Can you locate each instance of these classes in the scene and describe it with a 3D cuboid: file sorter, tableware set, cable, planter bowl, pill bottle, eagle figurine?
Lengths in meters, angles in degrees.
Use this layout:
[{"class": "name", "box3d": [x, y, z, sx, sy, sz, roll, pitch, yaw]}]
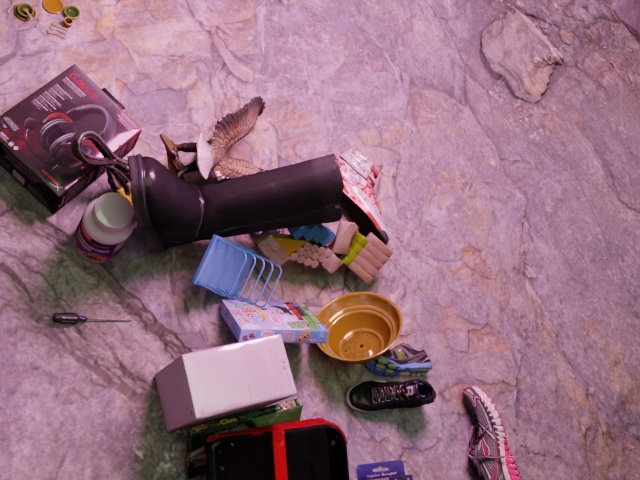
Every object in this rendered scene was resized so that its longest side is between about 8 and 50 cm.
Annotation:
[{"class": "file sorter", "box3d": [-0.182, 0.075, 1.727, 0.170, 0.105, 0.118, 26, 88, -60]}, {"class": "tableware set", "box3d": [-0.668, -0.561, 1.854, 0.154, 0.024, 0.104, 23, 61, -17]}, {"class": "cable", "box3d": [-0.438, -0.157, 1.689, 0.072, 0.287, 0.139, 21, 64, 22]}, {"class": "planter bowl", "box3d": [0.095, 0.233, 1.862, 0.217, 0.090, 0.217, -7, 43, 6]}, {"class": "pill bottle", "box3d": [-0.462, -0.030, 1.647, 0.108, 0.193, 0.108, 10, 66, -23]}, {"class": "eagle figurine", "box3d": [-0.229, -0.212, 1.845, 0.299, 0.226, 0.225, -11, 56, -25]}]

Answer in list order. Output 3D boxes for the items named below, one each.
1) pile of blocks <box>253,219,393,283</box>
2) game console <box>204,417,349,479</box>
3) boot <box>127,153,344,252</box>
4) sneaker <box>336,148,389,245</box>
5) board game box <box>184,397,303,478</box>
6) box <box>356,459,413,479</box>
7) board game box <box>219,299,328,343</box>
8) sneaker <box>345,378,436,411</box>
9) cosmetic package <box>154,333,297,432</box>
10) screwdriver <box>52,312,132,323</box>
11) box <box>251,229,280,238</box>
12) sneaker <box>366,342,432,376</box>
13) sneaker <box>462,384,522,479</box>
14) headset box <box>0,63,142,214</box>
[{"class": "pile of blocks", "box3d": [0.000, 0.000, 1.907, 0.362, 0.112, 0.148, 11, 106, -27]}, {"class": "game console", "box3d": [-0.080, 0.588, 1.627, 0.342, 0.060, 0.386, -1, 81, -31]}, {"class": "boot", "box3d": [-0.167, -0.106, 1.648, 0.446, 0.367, 0.146, -8, 75, -6]}, {"class": "sneaker", "box3d": [0.124, -0.121, 2.040, 0.145, 0.090, 0.270, -40, 88, -30]}, {"class": "board game box", "box3d": [-0.165, 0.428, 1.660, 0.260, 0.136, 0.030, -8, 32, -30]}, {"class": "box", "box3d": [0.162, 0.633, 1.794, 0.137, 0.036, 0.225, 1, 69, -26]}, {"class": "board game box", "box3d": [-0.110, 0.187, 1.769, 0.212, 0.160, 0.039, 3, 109, -25]}, {"class": "sneaker", "box3d": [0.179, 0.366, 1.856, 0.217, 0.121, 0.079, 3, 68, -26]}, {"class": "cosmetic package", "box3d": [-0.207, 0.304, 1.625, 0.225, 0.224, 0.138, -10, 76, -30]}, {"class": "screwdriver", "box3d": [-0.492, 0.173, 1.659, 0.170, 0.024, 0.025, 11, 95, -30]}, {"class": "box", "box3d": [-0.149, -0.038, 1.912, 0.067, 0.018, 0.083, -32, 87, -33]}, {"class": "sneaker", "box3d": [0.191, 0.298, 1.933, 0.188, 0.067, 0.078, 8, 46, -22]}, {"class": "sneaker", "box3d": [0.415, 0.511, 1.928, 0.112, 0.121, 0.299, -15, 67, 1]}, {"class": "headset box", "box3d": [-0.567, -0.239, 1.726, 0.218, 0.110, 0.293, 45, 58, -4]}]
